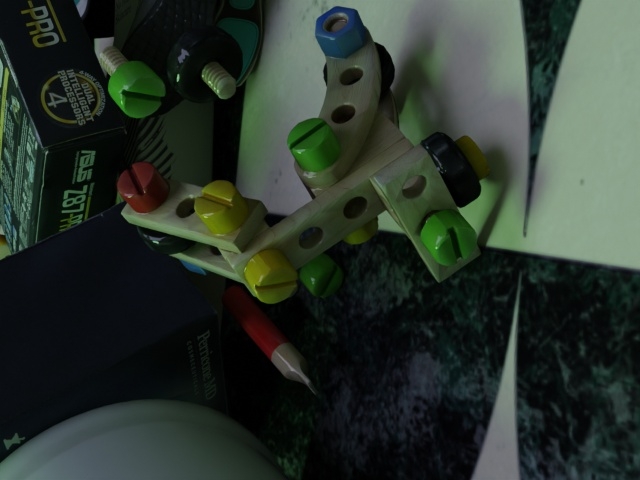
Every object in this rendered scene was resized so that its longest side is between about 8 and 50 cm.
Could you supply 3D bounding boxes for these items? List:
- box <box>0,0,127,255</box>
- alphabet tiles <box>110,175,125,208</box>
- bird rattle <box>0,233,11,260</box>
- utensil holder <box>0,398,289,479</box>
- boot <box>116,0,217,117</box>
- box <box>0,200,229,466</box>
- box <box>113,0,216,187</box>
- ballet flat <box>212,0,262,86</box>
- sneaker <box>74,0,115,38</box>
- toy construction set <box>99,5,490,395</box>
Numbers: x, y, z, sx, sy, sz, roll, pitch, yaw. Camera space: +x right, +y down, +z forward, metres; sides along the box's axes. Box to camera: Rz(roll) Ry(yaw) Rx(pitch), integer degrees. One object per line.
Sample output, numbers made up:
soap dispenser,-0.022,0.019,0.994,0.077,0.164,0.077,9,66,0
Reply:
box,-0.326,-0.150,1.313,0.318,0.097,0.395,64,157,17
alphabet tiles,-0.227,0.019,1.366,0.342,0.011,0.285,59,158,30
bird rattle,-0.350,0.102,1.483,0.143,0.253,0.207,-82,8,-82
utensil holder,-0.084,0.339,0.888,0.385,0.327,0.327,29,112,56
boot,-0.149,-0.261,1.262,0.246,0.083,0.161,-61,21,26
box,-0.249,0.168,1.117,0.183,0.294,0.296,46,153,33
box,-0.181,-0.175,1.365,0.113,0.094,0.275,-15,73,61
ballet flat,-0.084,-0.238,1.260,0.052,0.057,0.168,-90,14,-81
sneaker,-0.255,-0.382,1.512,0.295,0.124,0.178,-18,80,60
toy construction set,0.000,0.000,0.926,0.237,0.257,0.309,46,147,39
